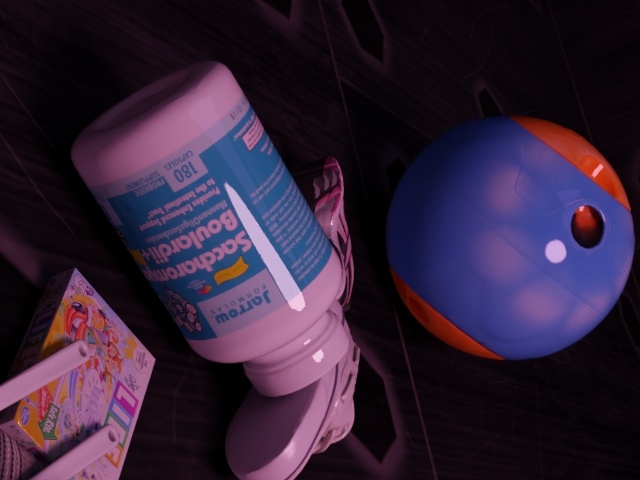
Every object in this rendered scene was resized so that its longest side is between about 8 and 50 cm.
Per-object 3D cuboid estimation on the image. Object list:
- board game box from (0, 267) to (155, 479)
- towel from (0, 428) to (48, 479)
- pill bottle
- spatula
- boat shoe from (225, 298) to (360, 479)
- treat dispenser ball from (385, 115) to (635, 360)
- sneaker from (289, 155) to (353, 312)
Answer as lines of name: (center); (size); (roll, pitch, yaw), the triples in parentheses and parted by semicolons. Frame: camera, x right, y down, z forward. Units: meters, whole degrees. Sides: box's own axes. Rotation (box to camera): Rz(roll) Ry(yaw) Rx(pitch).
board game box: (-0.172, 0.107, 0.916); (0.103, 0.026, 0.154); (54, 27, -30)
towel: (-0.255, 0.190, 0.656); (0.312, 0.056, 0.324); (50, 27, -42)
pill bottle: (-0.077, -0.003, 1.061); (0.264, 0.146, 0.146); (59, 25, -18)
spatula: (-0.173, 0.147, 0.799); (0.168, 0.019, 0.242); (67, 20, -4)
boat shoe: (-0.012, 0.144, 1.152); (0.088, 0.096, 0.267); (55, 18, -18)
treat dispenser ball: (0.220, -0.003, 1.519); (0.288, 0.288, 0.288); (47, 32, -40)
sneaker: (0.000, 0.000, 1.345); (0.077, 0.072, 0.178); (58, 29, -55)
